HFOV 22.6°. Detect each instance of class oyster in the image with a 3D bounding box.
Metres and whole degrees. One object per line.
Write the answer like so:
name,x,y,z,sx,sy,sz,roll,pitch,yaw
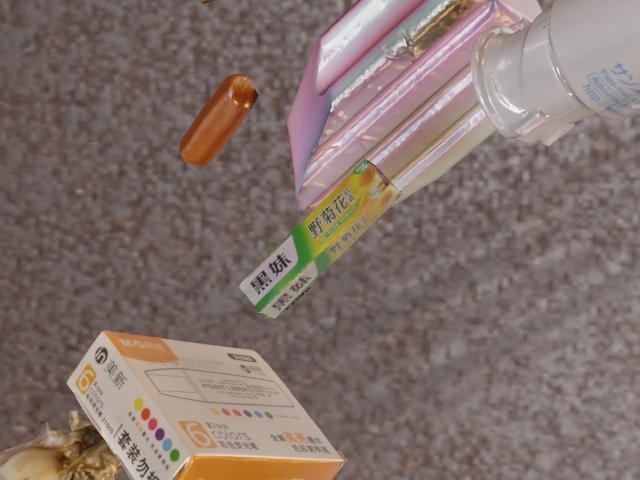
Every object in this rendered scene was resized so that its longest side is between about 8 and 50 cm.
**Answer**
oyster,-0.376,0.314,1.836,0.275,0.271,0.100,-63,142,-41

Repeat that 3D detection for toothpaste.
toothpaste,0.201,-0.117,0.731,0.114,0.299,0.073,1,75,-45
toothpaste,0.000,0.000,1.545,0.178,0.043,0.037,-45,151,8

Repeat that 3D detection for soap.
soap,0.085,-0.155,1.654,0.193,0.324,0.109,25,34,-40

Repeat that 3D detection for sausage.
sausage,-0.105,-0.126,1.669,0.039,0.131,0.041,23,48,-20

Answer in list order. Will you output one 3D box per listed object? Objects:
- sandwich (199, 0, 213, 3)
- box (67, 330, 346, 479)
sandwich,-0.090,-0.417,1.973,0.186,0.220,0.108,60,30,-25
box,-0.132,0.215,1.871,0.274,0.221,0.091,10,120,-51
